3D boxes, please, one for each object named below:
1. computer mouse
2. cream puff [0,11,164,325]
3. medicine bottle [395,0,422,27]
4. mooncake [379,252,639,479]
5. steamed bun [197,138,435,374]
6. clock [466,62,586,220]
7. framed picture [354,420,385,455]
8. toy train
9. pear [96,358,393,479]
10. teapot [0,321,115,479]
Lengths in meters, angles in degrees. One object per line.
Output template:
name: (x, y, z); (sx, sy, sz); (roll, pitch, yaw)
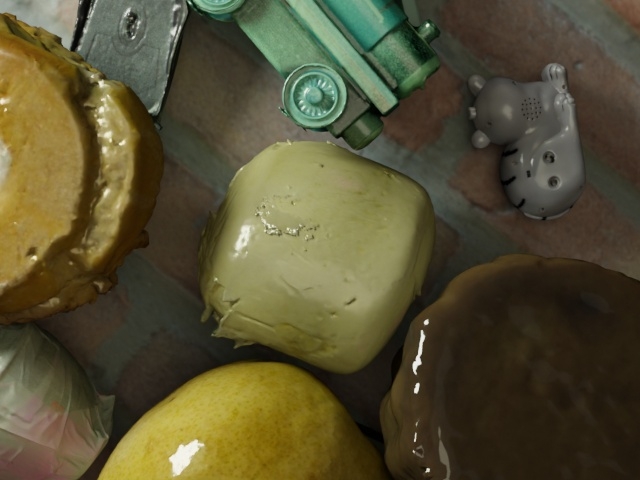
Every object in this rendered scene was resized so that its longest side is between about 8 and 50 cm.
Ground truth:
computer mouse: (-0.205, -0.222, 1.621); (0.126, 0.071, 0.231); (14, 97, 6)
cream puff: (-0.317, -0.079, 1.517); (0.343, 0.231, 0.327); (-9, 90, 9)
medicine bottle: (0.041, -0.282, 1.645); (0.121, 0.083, 0.229); (-13, 91, 0)
mooncake: (0.218, 0.179, 1.478); (0.324, 0.187, 0.324); (2, 74, -8)
steamed bun: (0.000, 0.000, 1.548); (0.232, 0.166, 0.273); (30, 42, -2)
clock: (0.229, -0.107, 1.672); (0.117, 0.080, 0.176); (-9, 91, -8)
framed picture: (0.094, 0.357, 1.608); (0.324, 0.013, 0.244); (22, 86, 24)
toy train: (-0.008, -0.247, 1.556); (0.194, 0.120, 0.298); (-40, 90, 4)
pear: (-0.079, 0.282, 1.524); (0.314, 0.314, 0.314); (0, 90, -8)
teapot: (-0.322, 0.208, 1.550); (0.178, 0.163, 0.221); (42, 59, -17)
